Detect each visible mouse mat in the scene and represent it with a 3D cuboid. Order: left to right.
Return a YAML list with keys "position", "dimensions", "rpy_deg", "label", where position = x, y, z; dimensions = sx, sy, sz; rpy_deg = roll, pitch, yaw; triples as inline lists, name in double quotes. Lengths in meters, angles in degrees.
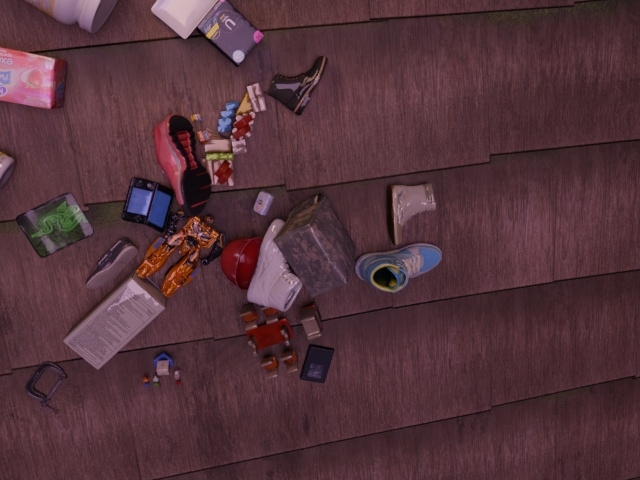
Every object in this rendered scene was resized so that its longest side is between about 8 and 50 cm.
- position: [-0.832, -0.047, 1.777]
  dimensions: [0.190, 0.007, 0.152]
  rpy_deg: [-27, 108, -5]
  label: "mouse mat"

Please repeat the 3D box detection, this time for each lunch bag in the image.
- position: [-0.185, -0.124, 1.849]
  dimensions: [0.053, 0.083, 0.071]
  rpy_deg: [22, 99, -16]
  label: "lunch bag"
- position: [0.000, 0.000, 1.836]
  dimensions: [0.169, 0.287, 0.235]
  rpy_deg: [-24, 109, 27]
  label: "lunch bag"

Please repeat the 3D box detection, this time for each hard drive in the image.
- position: [-0.012, 0.450, 2.064]
  dimensions: [0.094, 0.022, 0.135]
  rpy_deg: [14, 101, -14]
  label: "hard drive"

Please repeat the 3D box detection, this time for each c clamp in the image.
- position: [-0.907, 0.486, 1.893]
  dimensions: [0.137, 0.022, 0.160]
  rpy_deg: [30, 98, -12]
  label: "c clamp"

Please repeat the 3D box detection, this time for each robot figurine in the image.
- position: [-0.446, 0.034, 1.835]
  dimensions: [0.211, 0.085, 0.291]
  rpy_deg: [41, 93, -19]
  label: "robot figurine"

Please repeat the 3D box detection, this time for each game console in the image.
- position: [-0.541, -0.111, 1.774]
  dimensions: [0.124, 0.085, 0.144]
  rpy_deg: [12, 101, -31]
  label: "game console"

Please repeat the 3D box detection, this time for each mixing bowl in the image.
- position: [-0.262, 0.064, 1.855]
  dimensions: [0.098, 0.181, 0.181]
  rpy_deg: [17, 103, 25]
  label: "mixing bowl"

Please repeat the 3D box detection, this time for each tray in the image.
- position: [-0.361, -0.735, 1.666]
  dimensions: [0.145, 0.030, 0.270]
  rpy_deg: [41, 93, 3]
  label: "tray"

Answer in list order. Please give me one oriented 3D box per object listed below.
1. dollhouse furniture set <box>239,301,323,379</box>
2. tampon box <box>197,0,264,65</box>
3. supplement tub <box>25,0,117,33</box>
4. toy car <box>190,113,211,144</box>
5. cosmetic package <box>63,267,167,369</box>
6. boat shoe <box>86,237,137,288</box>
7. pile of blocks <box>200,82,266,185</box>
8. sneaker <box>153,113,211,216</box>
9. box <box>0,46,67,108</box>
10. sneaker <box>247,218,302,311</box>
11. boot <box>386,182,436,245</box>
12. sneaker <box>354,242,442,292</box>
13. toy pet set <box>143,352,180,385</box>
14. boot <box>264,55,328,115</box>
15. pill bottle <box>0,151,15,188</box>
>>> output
- position: [-0.126, 0.311, 1.971]
  dimensions: [0.259, 0.135, 0.262]
  rpy_deg: [-19, 107, 5]
  label: "dollhouse furniture set"
- position: [-0.270, -0.620, 1.694]
  dimensions: [0.161, 0.101, 0.120]
  rpy_deg: [39, 94, -18]
  label: "tampon box"
- position: [-0.715, -0.733, 1.502]
  dimensions: [0.331, 0.241, 0.241]
  rpy_deg: [30, 97, -17]
  label: "supplement tub"
- position: [-0.368, -0.351, 1.740]
  dimensions: [0.041, 0.060, 0.122]
  rpy_deg: [-21, 74, -4]
  label: "toy car"
- position: [-0.654, 0.249, 1.825]
  dimensions: [0.296, 0.129, 0.153]
  rpy_deg: [-41, 107, 1]
  label: "cosmetic package"
- position: [-0.679, 0.073, 1.822]
  dimensions: [0.206, 0.075, 0.065]
  rpy_deg: [-41, 65, 6]
  label: "boat shoe"
- position: [-0.281, -0.329, 1.761]
  dimensions: [0.149, 0.112, 0.362]
  rpy_deg: [21, 99, -16]
  label: "pile of blocks"
- position: [-0.435, -0.226, 1.752]
  dimensions: [0.116, 0.136, 0.313]
  rpy_deg: [-20, 102, -48]
  label: "sneaker"
- position: [-0.886, -0.465, 1.581]
  dimensions: [0.300, 0.154, 0.142]
  rpy_deg: [8, 102, -14]
  label: "box"
- position: [-0.118, 0.085, 1.852]
  dimensions: [0.169, 0.108, 0.292]
  rpy_deg: [15, 89, 26]
  label: "sneaker"
- position: [0.317, -0.092, 1.965]
  dimensions: [0.165, 0.077, 0.213]
  rpy_deg: [-6, 102, -12]
  label: "boot"
- position: [0.294, 0.100, 1.940]
  dimensions: [0.319, 0.208, 0.127]
  rpy_deg: [-13, 105, -9]
  label: "sneaker"
- position: [-0.545, 0.443, 1.946]
  dimensions: [0.122, 0.065, 0.114]
  rpy_deg: [-1, 139, -8]
  label: "toy pet set"
- position: [-0.075, -0.513, 1.780]
  dimensions: [0.137, 0.077, 0.197]
  rpy_deg: [28, 96, -12]
  label: "boot"
- position: [-1.012, -0.239, 1.631]
  dimensions: [0.215, 0.117, 0.117]
  rpy_deg: [30, 96, -17]
  label: "pill bottle"
